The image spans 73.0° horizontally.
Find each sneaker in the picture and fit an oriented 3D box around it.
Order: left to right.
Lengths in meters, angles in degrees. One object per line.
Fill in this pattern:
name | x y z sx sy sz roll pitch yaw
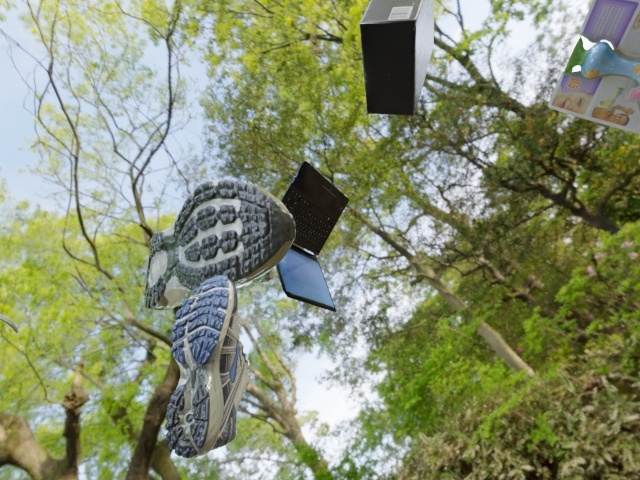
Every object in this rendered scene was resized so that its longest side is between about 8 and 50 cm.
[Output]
sneaker | -0.083 0.095 0.342 0.052 0.135 0.058 -8 -26 25
sneaker | -0.138 0.020 0.683 0.182 0.157 0.411 6 -15 -37

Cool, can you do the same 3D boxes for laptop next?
laptop | 0.000 0.000 0.972 0.264 0.137 0.234 -60 -32 -2

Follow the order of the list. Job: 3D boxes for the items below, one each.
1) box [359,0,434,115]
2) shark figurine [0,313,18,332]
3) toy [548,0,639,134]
box | 0.159 -0.399 0.848 0.184 0.103 0.261 73 -150 -48
shark figurine | -0.660 0.193 0.728 0.116 0.278 0.166 -7 -49 4
toy | 0.387 -0.167 0.464 0.056 0.237 0.136 -37 -35 -39
